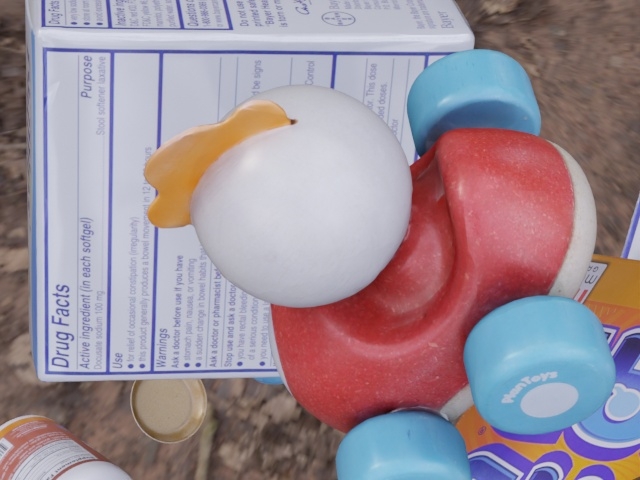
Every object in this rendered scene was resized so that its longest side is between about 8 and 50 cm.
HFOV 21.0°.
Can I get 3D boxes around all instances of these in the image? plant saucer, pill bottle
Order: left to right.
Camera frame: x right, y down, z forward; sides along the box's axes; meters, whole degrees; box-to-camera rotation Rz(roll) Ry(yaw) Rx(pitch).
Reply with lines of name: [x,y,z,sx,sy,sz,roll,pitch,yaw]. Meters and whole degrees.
pill bottle: [-0.262,0.272,1.797,0.121,0.216,0.121,-15,115,-34]
plant saucer: [-0.153,0.160,1.717,0.083,0.015,0.083,6,77,-29]

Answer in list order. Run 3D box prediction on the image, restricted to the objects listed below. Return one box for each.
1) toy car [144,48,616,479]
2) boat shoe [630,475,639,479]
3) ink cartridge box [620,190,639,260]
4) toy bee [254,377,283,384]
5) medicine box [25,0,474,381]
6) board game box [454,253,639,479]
toy car: [0.000,0.000,0.904,0.238,0.219,0.210,22,132,-31]
boat shoe: [0.217,0.143,0.934,0.152,0.056,0.049,-12,126,-19]
ink cartridge box: [0.435,0.072,1.773,0.371,0.069,0.176,15,93,-28]
toy bee: [-0.012,0.052,1.521,0.298,0.162,0.195,26,140,15]
medicine box: [-0.058,-0.051,1.201,0.289,0.149,0.263,0,119,-9]
board game box: [0.308,0.265,1.287,0.356,0.356,0.356,42,75,-25]
